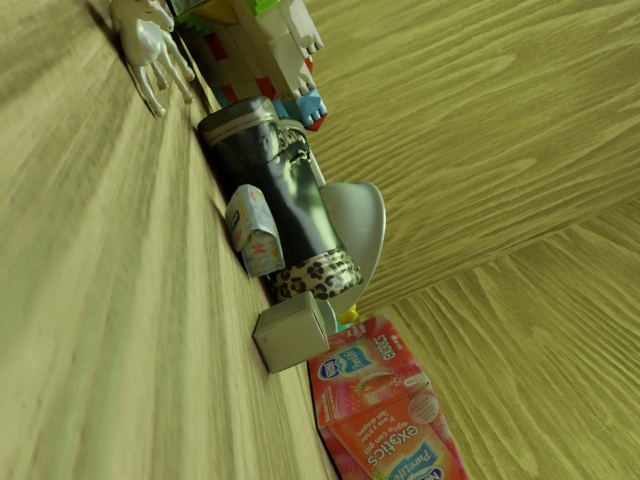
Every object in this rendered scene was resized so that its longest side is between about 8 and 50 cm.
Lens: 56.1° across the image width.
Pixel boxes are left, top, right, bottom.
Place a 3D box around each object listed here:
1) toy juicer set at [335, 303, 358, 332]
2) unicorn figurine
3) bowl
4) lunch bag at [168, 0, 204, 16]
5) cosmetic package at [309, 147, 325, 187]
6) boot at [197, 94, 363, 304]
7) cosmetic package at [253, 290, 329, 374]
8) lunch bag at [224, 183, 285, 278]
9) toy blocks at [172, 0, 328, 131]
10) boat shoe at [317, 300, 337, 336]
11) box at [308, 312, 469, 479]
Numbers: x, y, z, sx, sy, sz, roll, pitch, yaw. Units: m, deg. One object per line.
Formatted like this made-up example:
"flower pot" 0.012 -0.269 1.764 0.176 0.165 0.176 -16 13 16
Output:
"toy juicer set" 0.023 0.161 1.360 0.209 0.090 0.328 92 -16 -58
"unicorn figurine" -0.141 -0.165 0.499 0.162 0.060 0.111 41 -20 49
"bowl" 0.000 0.000 1.249 0.298 0.134 0.297 -46 -145 48
"lunch bag" -0.256 -0.551 1.304 0.287 0.169 0.235 57 9 -41
"cosmetic package" -0.095 -0.169 1.300 0.183 0.151 0.151 -119 -175 -75
"boot" -0.044 -0.044 0.908 0.377 0.138 0.284 20 45 -86
"cosmetic package" -0.027 0.085 0.579 0.115 0.060 0.041 -102 169 -86
"lunch bag" -0.074 -0.012 0.661 0.083 0.053 0.071 83 -12 -53
"toy blocks" -0.114 -0.321 1.085 0.381 0.191 0.260 14 -43 55
"boat shoe" -0.016 0.115 1.088 0.083 0.065 0.183 64 1 -70
"box" 0.078 0.230 0.835 0.300 0.142 0.154 -115 -178 -80
